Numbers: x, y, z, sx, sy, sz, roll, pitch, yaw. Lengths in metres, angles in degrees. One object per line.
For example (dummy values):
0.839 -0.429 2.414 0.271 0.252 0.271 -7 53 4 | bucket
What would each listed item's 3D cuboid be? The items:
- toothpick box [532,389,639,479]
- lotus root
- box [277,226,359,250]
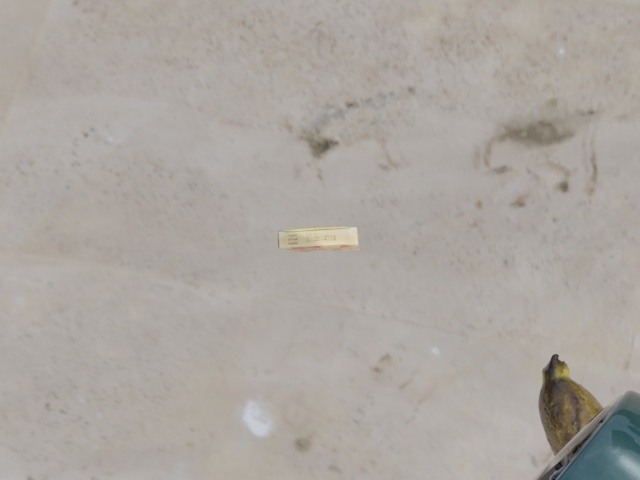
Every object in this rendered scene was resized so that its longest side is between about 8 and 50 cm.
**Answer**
0.185 0.160 0.573 0.184 0.120 0.120 40 84 14 | toothpick box
0.317 0.235 1.482 0.094 0.108 0.191 -30 87 -32 | lotus root
0.000 0.000 0.905 0.058 0.093 0.015 -1 87 2 | box
